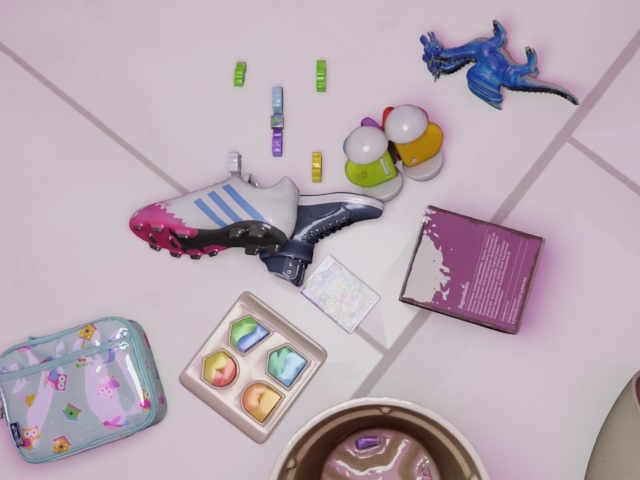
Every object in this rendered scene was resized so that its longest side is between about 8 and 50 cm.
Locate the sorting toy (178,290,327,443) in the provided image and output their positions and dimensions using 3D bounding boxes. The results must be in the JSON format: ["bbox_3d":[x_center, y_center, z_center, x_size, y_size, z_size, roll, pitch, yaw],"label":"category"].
[{"bbox_3d":[-0.121,0.225,1.754,0.193,0.038,0.208,37,89,6],"label":"sorting toy"}]

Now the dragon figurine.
[{"bbox_3d":[0.306,-0.285,1.735,0.289,0.085,0.144,43,92,11],"label":"dragon figurine"}]

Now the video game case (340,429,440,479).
[{"bbox_3d":[0.121,0.418,1.726,0.201,0.023,0.183,6,86,6],"label":"video game case"}]

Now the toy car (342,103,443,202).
[{"bbox_3d":[0.118,-0.169,1.727,0.182,0.159,0.136,-28,49,2],"label":"toy car"}]

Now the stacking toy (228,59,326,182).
[{"bbox_3d":[-0.076,-0.216,1.784,0.167,0.052,0.221,2,84,3],"label":"stacking toy"}]

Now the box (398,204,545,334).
[{"bbox_3d":[0.251,0.052,1.672,0.203,0.168,0.167,17,88,5],"label":"box"}]

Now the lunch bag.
[{"bbox_3d":[-0.428,0.258,1.742,0.279,0.108,0.224,-18,84,3],"label":"lunch bag"}]

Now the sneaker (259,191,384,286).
[{"bbox_3d":[0.000,0.001,1.731,0.226,0.086,0.163,-2,74,14],"label":"sneaker"}]

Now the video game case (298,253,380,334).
[{"bbox_3d":[0.034,0.096,1.765,0.122,0.011,0.087,40,90,7],"label":"video game case"}]

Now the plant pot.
[{"bbox_3d":[0.095,0.409,1.559,0.333,0.305,0.334,-1,83,4],"label":"plant pot"}]

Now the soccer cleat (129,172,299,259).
[{"bbox_3d":[-0.180,-0.048,1.729,0.331,0.116,0.143,2,58,29],"label":"soccer cleat"}]

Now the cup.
[{"bbox_3d":[0.552,0.405,1.570,0.331,0.331,0.237,39,115,7],"label":"cup"}]
